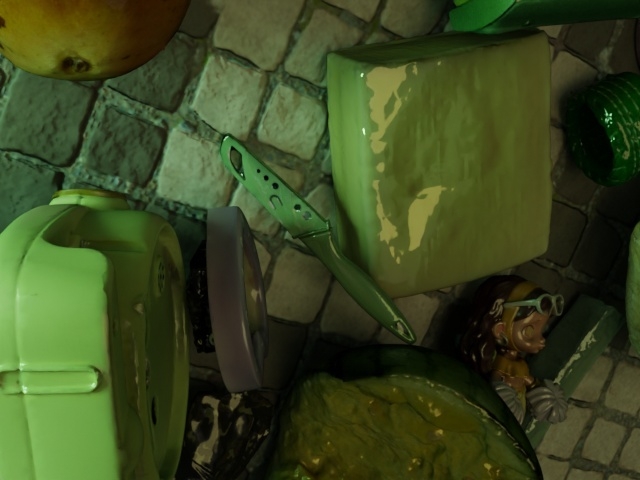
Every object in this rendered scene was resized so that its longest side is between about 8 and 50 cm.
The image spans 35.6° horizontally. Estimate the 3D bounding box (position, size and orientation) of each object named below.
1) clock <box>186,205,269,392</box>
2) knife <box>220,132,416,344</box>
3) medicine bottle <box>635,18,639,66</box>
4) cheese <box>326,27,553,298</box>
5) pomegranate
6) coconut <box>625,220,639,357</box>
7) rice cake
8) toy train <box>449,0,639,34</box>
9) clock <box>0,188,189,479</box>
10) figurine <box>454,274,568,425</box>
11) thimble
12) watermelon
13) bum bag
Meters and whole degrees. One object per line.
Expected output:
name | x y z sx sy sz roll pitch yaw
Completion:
clock | -0.095 0.052 0.986 0.064 0.198 0.172 -9 104 2
knife | 0.000 -0.001 1.035 0.293 0.020 0.043 45 114 -3
medicine bottle | 0.552 -0.236 1.160 0.202 0.316 0.202 -10 111 -27
cheese | 0.134 -0.087 1.096 0.242 0.124 0.266 -13 112 -20
pomegranate | -0.199 -0.226 0.833 0.191 0.191 0.191 -9 111 -26
coconut | 0.553 0.054 1.245 0.360 0.346 0.346 0 110 -65
rice cake | 0.278 0.218 1.308 0.063 0.066 0.336 40 86 -33
toy train | 0.259 -0.327 1.057 0.300 0.120 0.203 -10 91 -26
clock | -0.185 0.099 0.860 0.117 0.348 0.286 -1 110 1
figurine | 0.224 0.161 1.219 0.174 0.115 0.240 4 92 -52
thimble | 0.359 -0.136 1.207 0.090 0.118 0.130 -26 90 -15
watermelon | 0.099 0.242 1.118 0.330 0.189 0.331 8 124 11
bum bag | -0.141 0.263 1.092 0.102 0.069 0.248 24 96 -48
